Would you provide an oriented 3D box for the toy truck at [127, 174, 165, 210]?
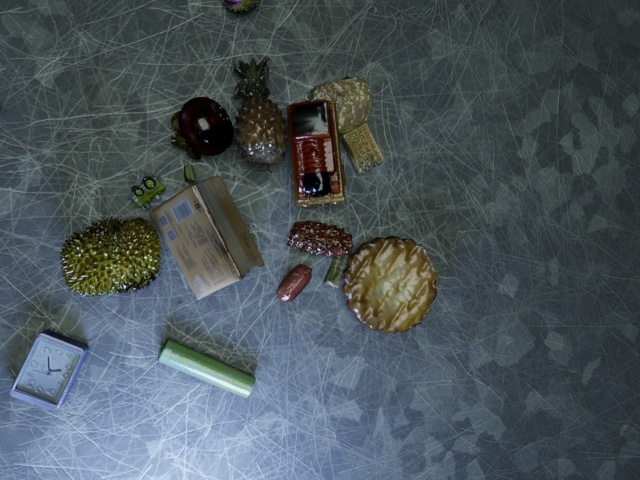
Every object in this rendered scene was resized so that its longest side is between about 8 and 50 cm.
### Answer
[{"bbox_3d":[-0.529,-0.143,1.592,0.111,0.076,0.077,-44,116,-10],"label":"toy truck"}]

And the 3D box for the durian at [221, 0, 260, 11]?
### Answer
[{"bbox_3d":[-0.265,-0.796,1.676,0.108,0.119,0.186,-33,81,26],"label":"durian"}]

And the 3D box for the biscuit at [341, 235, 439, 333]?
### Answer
[{"bbox_3d":[0.224,0.142,1.717,0.326,0.107,0.325,0,90,-9],"label":"biscuit"}]

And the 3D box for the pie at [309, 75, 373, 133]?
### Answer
[{"bbox_3d":[0.073,-0.449,1.739,0.218,0.052,0.184,-15,90,-13],"label":"pie"}]

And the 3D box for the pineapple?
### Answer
[{"bbox_3d":[-0.189,-0.412,1.624,0.175,0.175,0.360,1,67,-12],"label":"pineapple"}]

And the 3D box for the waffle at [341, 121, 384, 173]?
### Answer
[{"bbox_3d":[0.140,-0.306,1.737,0.103,0.042,0.148,-32,107,-12],"label":"waffle"}]

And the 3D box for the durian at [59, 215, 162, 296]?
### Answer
[{"bbox_3d":[-0.595,0.049,1.483,0.293,0.258,0.258,-14,90,-7],"label":"durian"}]

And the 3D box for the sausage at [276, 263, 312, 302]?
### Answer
[{"bbox_3d":[-0.082,0.136,1.667,0.076,0.076,0.141,42,81,-7],"label":"sausage"}]

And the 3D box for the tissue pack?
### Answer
[{"bbox_3d":[-0.317,-0.018,1.578,0.239,0.238,0.305,-28,93,-12],"label":"tissue pack"}]

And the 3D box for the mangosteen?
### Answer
[{"bbox_3d":[-0.366,-0.336,1.592,0.200,0.200,0.199,1,87,-12],"label":"mangosteen"}]

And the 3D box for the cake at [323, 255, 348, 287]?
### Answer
[{"bbox_3d":[0.054,0.094,1.724,0.051,0.055,0.140,26,65,-8],"label":"cake"}]

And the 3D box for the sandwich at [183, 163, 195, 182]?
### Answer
[{"bbox_3d":[-0.410,-0.200,1.632,0.031,0.083,0.044,-4,132,-17],"label":"sandwich"}]

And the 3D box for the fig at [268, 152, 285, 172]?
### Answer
[{"bbox_3d":[-0.148,-0.259,1.690,0.050,0.050,0.083,27,102,-10],"label":"fig"}]

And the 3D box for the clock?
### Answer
[{"bbox_3d":[-0.780,0.371,1.508,0.145,0.073,0.193,24,83,-11],"label":"clock"}]

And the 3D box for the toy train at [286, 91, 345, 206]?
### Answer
[{"bbox_3d":[-0.017,-0.287,1.607,0.163,0.231,0.368,-6,89,5],"label":"toy train"}]

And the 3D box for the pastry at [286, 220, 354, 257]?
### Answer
[{"bbox_3d":[0.000,-0.002,1.678,0.209,0.097,0.115,10,77,-9],"label":"pastry"}]

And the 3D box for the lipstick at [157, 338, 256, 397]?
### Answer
[{"bbox_3d":[-0.348,0.393,1.598,0.304,0.076,0.076,27,82,-9],"label":"lipstick"}]
